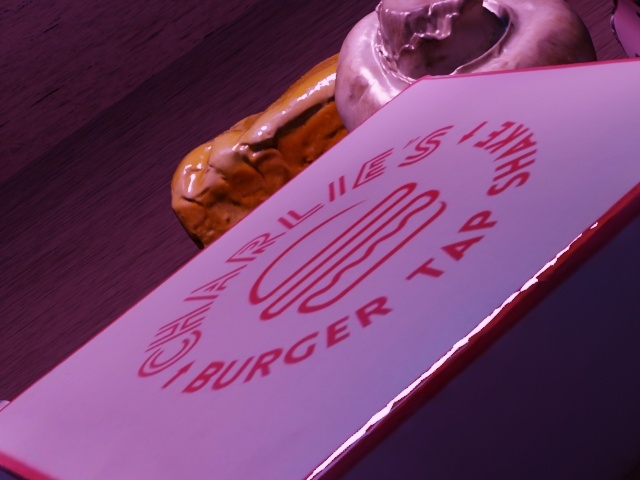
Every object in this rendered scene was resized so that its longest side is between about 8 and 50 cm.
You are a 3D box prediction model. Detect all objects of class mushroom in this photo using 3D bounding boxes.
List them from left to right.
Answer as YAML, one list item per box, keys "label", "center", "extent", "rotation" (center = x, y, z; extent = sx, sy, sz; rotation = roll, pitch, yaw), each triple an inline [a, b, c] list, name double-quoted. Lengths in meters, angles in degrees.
- label: "mushroom"
  center: [0.137, -0.153, 1.647]
  extent: [0.255, 0.184, 0.255]
  rotation: [-12, 27, 6]

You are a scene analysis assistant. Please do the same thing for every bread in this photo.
- label: "bread"
  center: [-0.015, -0.094, 1.854]
  extent: [0.294, 0.132, 0.167]
  rotation: [-31, 9, 12]

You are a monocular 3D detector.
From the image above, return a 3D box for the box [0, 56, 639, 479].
- label: "box"
  center: [0.085, 0.123, 0.778]
  extent: [0.314, 0.300, 0.312]
  rotation: [-39, 17, -20]

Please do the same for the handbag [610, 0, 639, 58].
- label: "handbag"
  center: [0.311, -0.160, 1.363]
  extent: [0.116, 0.179, 0.205]
  rotation: [-38, -15, 1]

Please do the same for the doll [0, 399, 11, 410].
- label: "doll"
  center: [-0.414, 0.269, 1.595]
  extent: [0.348, 0.161, 0.423]
  rotation: [-2, 40, 31]
